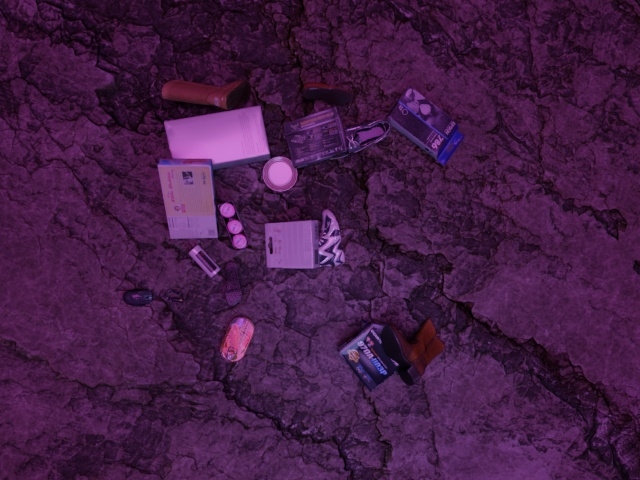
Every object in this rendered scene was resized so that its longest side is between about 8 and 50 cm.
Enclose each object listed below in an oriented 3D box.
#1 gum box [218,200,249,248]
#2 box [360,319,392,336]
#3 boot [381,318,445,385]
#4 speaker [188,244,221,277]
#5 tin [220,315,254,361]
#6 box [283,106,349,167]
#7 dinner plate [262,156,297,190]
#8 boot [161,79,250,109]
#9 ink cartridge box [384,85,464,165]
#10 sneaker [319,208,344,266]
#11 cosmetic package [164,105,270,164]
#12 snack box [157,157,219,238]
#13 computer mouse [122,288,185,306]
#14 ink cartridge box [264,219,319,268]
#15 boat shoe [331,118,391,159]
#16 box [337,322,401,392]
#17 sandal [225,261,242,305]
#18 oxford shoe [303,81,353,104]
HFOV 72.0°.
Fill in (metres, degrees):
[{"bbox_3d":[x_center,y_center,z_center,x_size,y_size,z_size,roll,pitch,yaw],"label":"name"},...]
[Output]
[{"bbox_3d":[-0.339,-0.057,1.746,0.062,0.107,0.189,-21,94,-6],"label":"gum box"},{"bbox_3d":[0.232,0.409,1.839,0.137,0.072,0.126,10,89,-6],"label":"box"},{"bbox_3d":[0.387,0.398,1.785,0.280,0.096,0.264,-33,92,-40],"label":"boot"},{"bbox_3d":[-0.463,0.083,1.762,0.055,0.055,0.136,-42,95,-4],"label":"speaker"},{"bbox_3d":[-0.336,0.399,1.792,0.106,0.040,0.190,23,89,-2],"label":"tin"},{"bbox_3d":[-0.018,-0.407,1.759,0.230,0.056,0.183,-15,88,15],"label":"box"},{"bbox_3d":[-0.166,-0.272,1.807,0.141,0.017,0.142,0,92,-6],"label":"dinner plate"},{"bbox_3d":[-0.437,-0.587,1.717,0.269,0.236,0.089,13,121,14],"label":"boot"},{"bbox_3d":[0.450,-0.479,1.852,0.332,0.065,0.166,35,87,-7],"label":"ink cartridge box"},{"bbox_3d":[0.000,0.000,1.792,0.152,0.094,0.235,-14,103,-15],"label":"sneaker"},{"bbox_3d":[-0.391,-0.384,1.710,0.364,0.155,0.197,-10,93,-5],"label":"cosmetic package"},{"bbox_3d":[-0.492,-0.153,1.668,0.186,0.060,0.322,-1,126,-7],"label":"snack box"},{"bbox_3d":[-0.661,0.228,1.749,0.241,0.041,0.071,0,90,-7],"label":"computer mouse"},{"bbox_3d":[-0.114,0.016,1.771,0.232,0.066,0.189,-2,91,37],"label":"ink cartridge box"},{"bbox_3d":[0.139,-0.419,1.797,0.319,0.099,0.117,-19,96,-5],"label":"boat shoe"},{"bbox_3d":[0.199,0.470,1.774,0.175,0.051,0.220,-37,96,-3],"label":"box"},{"bbox_3d":[-0.354,0.176,1.789,0.067,0.040,0.180,-3,77,-12],"label":"sandal"},{"bbox_3d":[0.032,-0.613,1.801,0.212,0.076,0.076,6,51,-17],"label":"oxford shoe"}]
